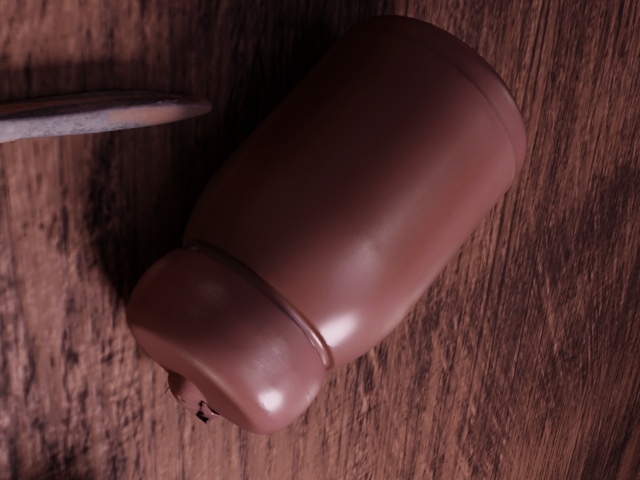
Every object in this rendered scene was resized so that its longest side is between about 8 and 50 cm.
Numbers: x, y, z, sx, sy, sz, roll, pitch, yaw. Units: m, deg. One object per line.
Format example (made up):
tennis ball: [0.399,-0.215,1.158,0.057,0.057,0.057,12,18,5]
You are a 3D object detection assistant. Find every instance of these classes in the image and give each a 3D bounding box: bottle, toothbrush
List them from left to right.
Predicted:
toothbrush: [-0.195,-0.058,0.438,0.375,0.028,0.037,-17,129,-48]
bottle: [0.000,0.000,0.626,0.297,0.173,0.206,-51,177,-21]
